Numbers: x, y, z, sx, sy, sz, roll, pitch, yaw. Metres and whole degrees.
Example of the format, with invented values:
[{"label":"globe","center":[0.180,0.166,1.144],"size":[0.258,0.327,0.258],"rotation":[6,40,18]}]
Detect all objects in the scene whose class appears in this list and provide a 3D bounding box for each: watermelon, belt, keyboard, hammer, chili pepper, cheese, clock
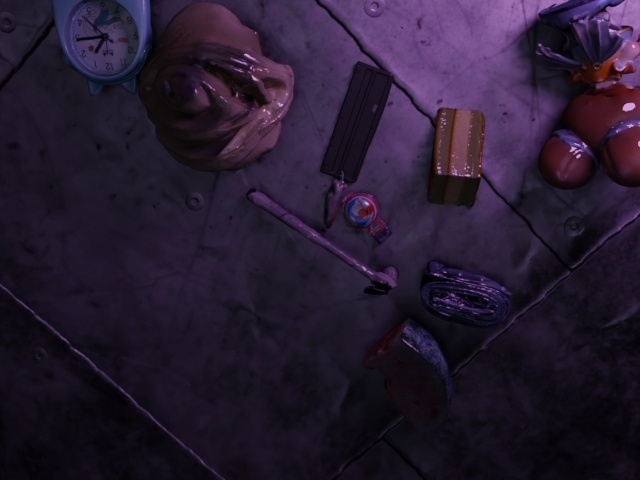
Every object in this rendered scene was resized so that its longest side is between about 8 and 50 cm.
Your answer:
[{"label":"watermelon","center":[0.226,0.329,1.794],"size":[0.226,0.148,0.319],"rotation":[0,121,25]},{"label":"belt","center":[0.345,0.142,1.705],"size":[0.217,0.128,0.122],"rotation":[13,107,4]},{"label":"keyboard","center":[0.100,-0.322,1.655],"size":[0.103,0.041,0.381],"rotation":[20,113,0]},{"label":"hammer","center":[0.001,-0.001,1.727],"size":[0.426,0.152,0.044],"rotation":[34,111,7]},{"label":"chili pepper","center":[0.029,-0.094,1.715],"size":[0.041,0.050,0.153],"rotation":[22,116,2]},{"label":"cheese","center":[0.110,-0.055,1.723],"size":[0.095,0.038,0.145],"rotation":[-43,96,15]},{"label":"clock","center":[-0.493,-0.476,1.647],"size":[0.223,0.094,0.274],"rotation":[1,108,7]}]

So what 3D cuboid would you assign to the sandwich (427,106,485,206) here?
[{"label":"sandwich","center":[0.318,-0.195,1.675],"size":[0.117,0.144,0.188],"rotation":[6,71,4]}]

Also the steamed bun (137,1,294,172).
[{"label":"steamed bun","center":[-0.237,-0.326,1.579],"size":[0.339,0.247,0.352],"rotation":[27,103,-3]}]

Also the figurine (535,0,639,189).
[{"label":"figurine","center":[0.589,-0.315,1.495],"size":[0.248,0.276,0.388],"rotation":[-31,110,-31]}]
